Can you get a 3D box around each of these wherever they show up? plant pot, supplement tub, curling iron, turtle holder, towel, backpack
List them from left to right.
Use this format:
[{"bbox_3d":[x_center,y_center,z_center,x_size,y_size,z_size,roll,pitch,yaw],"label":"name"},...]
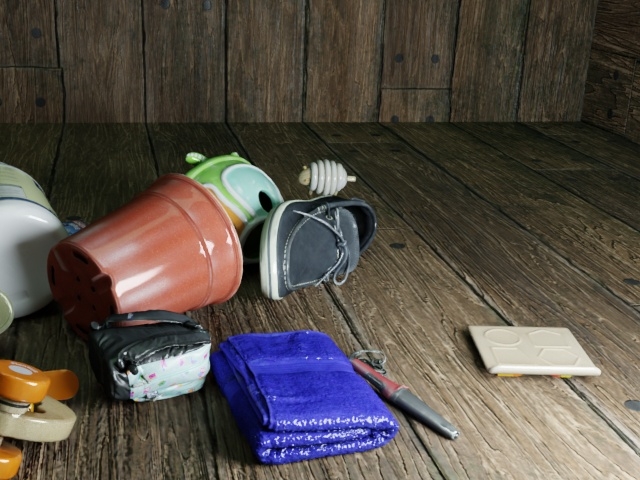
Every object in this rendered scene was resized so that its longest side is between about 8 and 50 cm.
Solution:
[{"bbox_3d":[-0.631,-0.014,1.671,0.235,0.236,0.325,-7,26,-27],"label":"supplement tub"},{"bbox_3d":[-0.331,0.047,1.569,0.272,0.273,0.265,17,32,35],"label":"plant pot"},{"bbox_3d":[-0.265,0.186,1.365,0.182,0.115,0.152,-8,33,-30],"label":"backpack"},{"bbox_3d":[-0.183,-0.043,1.920,0.227,0.243,0.320,35,-5,32],"label":"turtle holder"},{"bbox_3d":[-0.035,0.226,1.338,0.227,0.076,0.308,-5,21,-19],"label":"towel"},{"bbox_3d":[0.132,0.241,1.380,0.068,0.035,0.274,-9,22,-29],"label":"curling iron"}]

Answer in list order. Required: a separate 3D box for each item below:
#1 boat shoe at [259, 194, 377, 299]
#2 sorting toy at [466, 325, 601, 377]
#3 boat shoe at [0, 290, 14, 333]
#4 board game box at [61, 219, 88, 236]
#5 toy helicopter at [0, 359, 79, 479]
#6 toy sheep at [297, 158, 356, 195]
[{"bbox_3d":[0.000,0.000,1.835,0.155,0.187,0.500,3,13,19],"label":"boat shoe"},{"bbox_3d":[0.374,0.201,1.536,0.192,0.038,0.208,2,15,-3],"label":"sorting toy"},{"bbox_3d":[-0.646,0.172,1.389,0.103,0.113,0.302,-11,12,36],"label":"boat shoe"},{"bbox_3d":[-0.542,0.013,1.901,0.194,0.060,0.194,-9,23,-33],"label":"board game box"},{"bbox_3d":[-0.510,0.202,1.236,0.355,0.140,0.235,20,1,14],"label":"toy helicopter"},{"bbox_3d":[0.014,-0.141,1.932,0.132,0.091,0.091,-3,20,-12],"label":"toy sheep"}]
